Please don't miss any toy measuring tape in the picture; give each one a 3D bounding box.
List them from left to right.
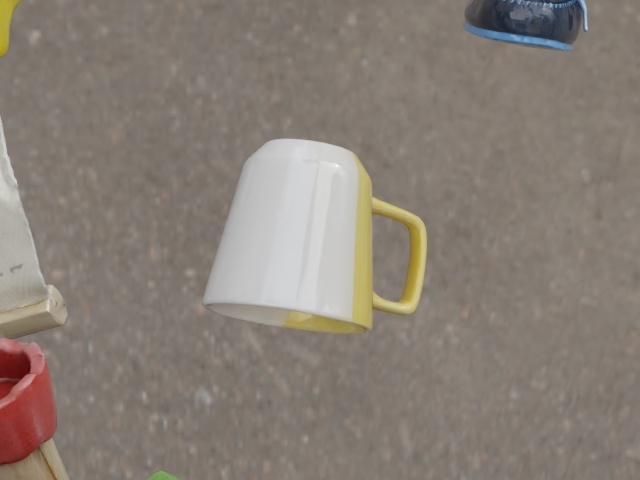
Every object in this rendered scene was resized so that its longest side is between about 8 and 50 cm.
[{"bbox_3d":[-0.191,-0.115,1.004,0.121,0.121,0.330,-19,99,-18],"label":"toy measuring tape"}]

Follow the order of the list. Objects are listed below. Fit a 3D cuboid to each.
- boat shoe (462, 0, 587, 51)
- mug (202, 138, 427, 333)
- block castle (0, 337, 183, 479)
[{"bbox_3d":[0.161,-0.208,1.417,0.109,0.089,0.258,12,17,0],"label":"boat shoe"},{"bbox_3d":[-0.004,-0.001,0.660,0.062,0.078,0.064,2,79,31],"label":"mug"},{"bbox_3d":[-0.161,0.223,1.031,0.453,0.213,0.303,17,44,44],"label":"block castle"}]
